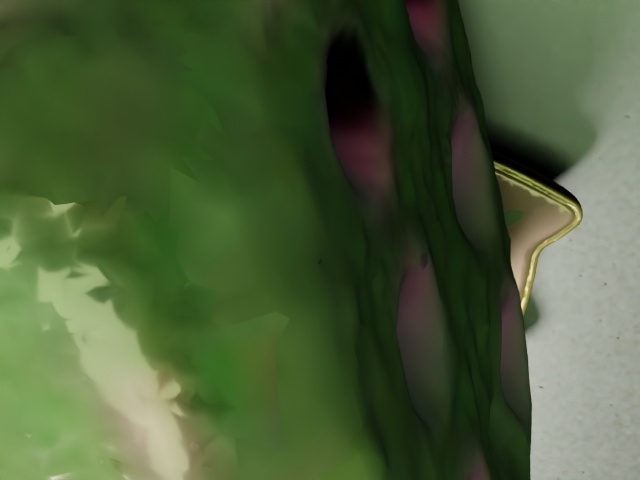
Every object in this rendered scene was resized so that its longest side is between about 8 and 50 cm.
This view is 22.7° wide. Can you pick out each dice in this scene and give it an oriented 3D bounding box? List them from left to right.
[{"bbox_3d":[-0.101,0.034,0.615,0.330,0.318,0.322,-7,115,21],"label":"dice"}]

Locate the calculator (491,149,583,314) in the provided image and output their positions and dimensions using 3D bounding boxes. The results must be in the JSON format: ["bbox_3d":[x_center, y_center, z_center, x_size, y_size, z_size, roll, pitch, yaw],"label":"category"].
[{"bbox_3d":[0.000,0.000,0.783,0.237,0.033,0.157,13,123,0],"label":"calculator"}]
